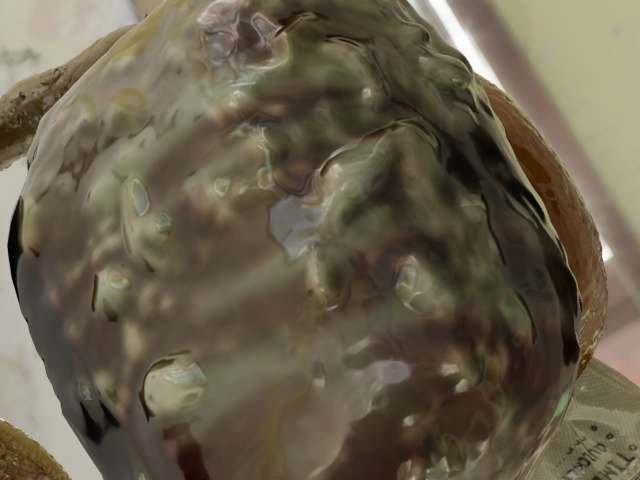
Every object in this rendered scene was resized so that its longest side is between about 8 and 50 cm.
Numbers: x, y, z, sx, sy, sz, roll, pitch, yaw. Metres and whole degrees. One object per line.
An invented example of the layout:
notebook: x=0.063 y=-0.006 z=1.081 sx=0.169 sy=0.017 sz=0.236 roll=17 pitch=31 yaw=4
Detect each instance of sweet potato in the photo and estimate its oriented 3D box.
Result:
sweet potato: x=-0.238 y=-0.115 z=1.359 sx=0.067 sy=0.274 sz=0.067 roll=44 pitch=-154 yaw=-28

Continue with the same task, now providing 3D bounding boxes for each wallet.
wallet: x=0.157 y=0.199 z=1.442 sx=0.275 sy=0.335 sz=0.068 roll=38 pitch=-145 yaw=-6

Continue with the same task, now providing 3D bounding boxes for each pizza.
pizza: x=-0.283 y=0.272 z=1.557 sx=0.127 sy=0.058 sz=0.246 roll=-9 pitch=-116 yaw=-32

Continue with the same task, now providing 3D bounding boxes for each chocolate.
chocolate: x=0.000 y=0.000 z=0.775 sx=0.225 sy=0.210 sz=0.340 roll=1 pitch=-129 yaw=-42

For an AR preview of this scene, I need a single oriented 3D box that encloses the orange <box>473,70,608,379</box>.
orange: x=0.087 y=0.008 z=1.264 sx=0.334 sy=0.262 sz=0.196 roll=59 pitch=176 yaw=-12
